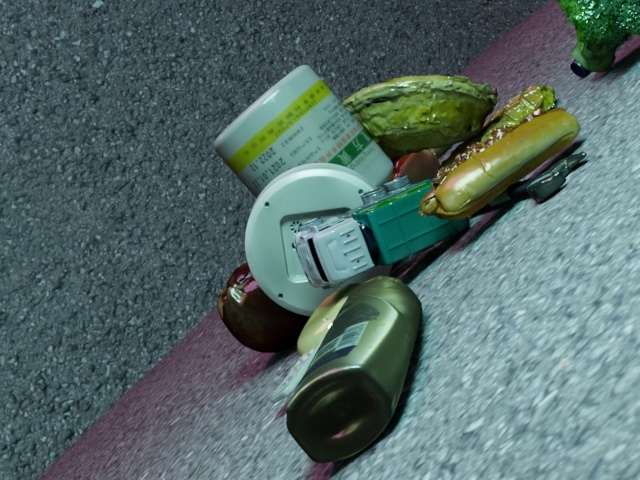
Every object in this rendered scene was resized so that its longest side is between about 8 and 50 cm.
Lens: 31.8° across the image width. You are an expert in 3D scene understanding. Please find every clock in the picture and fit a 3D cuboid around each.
[{"bbox_3d":[0.000,0.000,1.708,0.230,0.230,0.083,-40,8,10],"label":"clock"}]

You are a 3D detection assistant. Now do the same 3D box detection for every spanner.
[{"bbox_3d":[0.267,-0.069,1.510,0.087,0.024,0.316,-41,4,-13],"label":"spanner"}]

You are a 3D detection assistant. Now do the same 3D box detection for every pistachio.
[{"bbox_3d":[0.154,-0.100,2.118,0.200,0.117,0.145,-55,-26,-38],"label":"pistachio"}]

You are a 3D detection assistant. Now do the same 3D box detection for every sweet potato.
[{"bbox_3d":[0.269,-0.210,2.571,0.153,0.038,0.041,-50,-16,-7],"label":"sweet potato"}]

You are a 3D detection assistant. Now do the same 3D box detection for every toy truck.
[{"bbox_3d":[0.095,-0.017,1.596,0.253,0.114,0.124,-24,7,-20],"label":"toy truck"}]

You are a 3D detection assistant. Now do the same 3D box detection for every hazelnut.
[{"bbox_3d":[-0.077,0.097,1.861,0.201,0.160,0.170,-44,0,44],"label":"hazelnut"}]

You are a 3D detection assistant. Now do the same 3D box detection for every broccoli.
[{"bbox_3d":[0.469,-0.380,1.747,0.269,0.269,0.254,-37,43,39],"label":"broccoli"}]

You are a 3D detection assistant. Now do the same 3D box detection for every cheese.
[{"bbox_3d":[0.001,0.141,1.537,0.127,0.050,0.255,-35,9,37],"label":"cheese"}]

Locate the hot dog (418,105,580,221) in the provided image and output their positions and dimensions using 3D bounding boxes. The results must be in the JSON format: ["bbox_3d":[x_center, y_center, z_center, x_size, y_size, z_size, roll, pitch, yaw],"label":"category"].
[{"bbox_3d":[0.233,-0.104,1.499,0.249,0.076,0.102,-34,6,-7],"label":"hot dog"}]

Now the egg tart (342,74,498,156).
[{"bbox_3d":[0.166,-0.204,1.905,0.278,0.095,0.279,-4,-11,-1],"label":"egg tart"}]

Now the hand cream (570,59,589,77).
[{"bbox_3d":[0.508,-0.349,1.983,0.163,0.039,0.062,-40,-11,-14],"label":"hand cream"}]

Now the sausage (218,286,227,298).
[{"bbox_3d":[-0.074,0.071,2.246,0.253,0.123,0.123,-43,6,-19],"label":"sausage"}]

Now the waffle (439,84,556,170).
[{"bbox_3d":[0.318,-0.193,1.957,0.253,0.056,0.249,-41,5,-12],"label":"waffle"}]

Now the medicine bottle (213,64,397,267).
[{"bbox_3d":[0.008,-0.097,1.837,0.208,0.340,0.208,-41,5,4],"label":"medicine bottle"}]

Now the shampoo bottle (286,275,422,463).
[{"bbox_3d":[0.047,0.117,1.203,0.125,0.084,0.350,-37,6,17],"label":"shampoo bottle"}]
